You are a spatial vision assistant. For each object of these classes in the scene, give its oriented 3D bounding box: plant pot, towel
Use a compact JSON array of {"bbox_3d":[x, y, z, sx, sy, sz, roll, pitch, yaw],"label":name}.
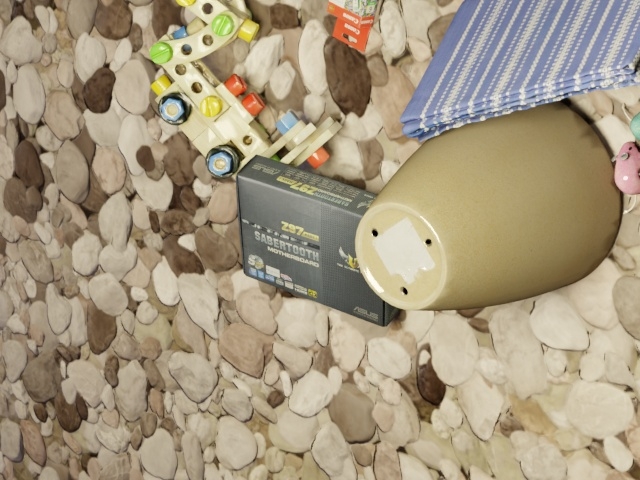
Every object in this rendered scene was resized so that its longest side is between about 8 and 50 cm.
[{"bbox_3d":[0.172,-0.024,1.806,0.256,0.274,0.256,17,117,36],"label":"plant pot"},{"bbox_3d":[0.255,-0.230,1.751,0.336,0.243,0.040,-11,131,44],"label":"towel"}]

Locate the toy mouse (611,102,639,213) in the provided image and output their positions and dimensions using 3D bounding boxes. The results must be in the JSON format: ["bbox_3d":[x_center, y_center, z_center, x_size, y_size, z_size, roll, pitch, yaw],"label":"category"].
[{"bbox_3d":[0.368,-0.099,1.768,0.143,0.031,0.161,68,152,23],"label":"toy mouse"}]

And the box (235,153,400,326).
[{"bbox_3d":[0.000,0.000,2.068,0.232,0.059,0.183,19,134,23],"label":"box"}]

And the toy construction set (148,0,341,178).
[{"bbox_3d":[-0.113,-0.210,2.143,0.215,0.151,0.328,-40,79,15],"label":"toy construction set"}]

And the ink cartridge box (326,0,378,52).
[{"bbox_3d":[0.042,-0.312,2.037,0.063,0.029,0.115,32,121,32],"label":"ink cartridge box"}]
